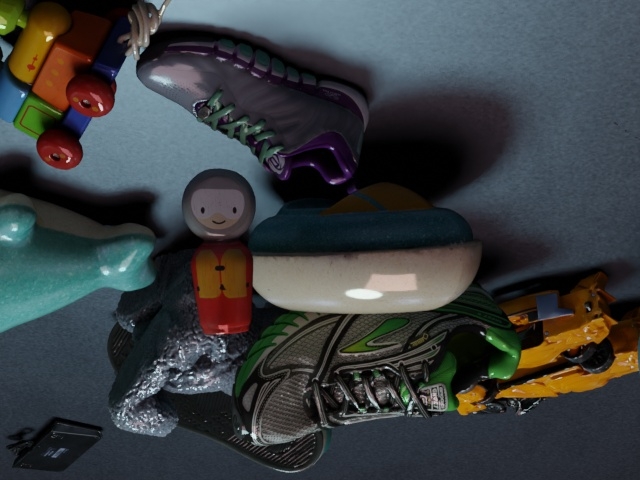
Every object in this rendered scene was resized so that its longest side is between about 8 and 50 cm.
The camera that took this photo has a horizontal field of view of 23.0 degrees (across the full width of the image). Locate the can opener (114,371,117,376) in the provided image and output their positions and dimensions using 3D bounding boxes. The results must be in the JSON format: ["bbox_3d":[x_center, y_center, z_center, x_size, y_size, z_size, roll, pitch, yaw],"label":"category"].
[{"bbox_3d":[-0.172,0.190,2.018,0.186,0.059,0.073,6,151,-6],"label":"can opener"}]

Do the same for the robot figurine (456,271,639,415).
[{"bbox_3d":[0.239,0.131,1.846,0.291,0.085,0.211,-20,144,34],"label":"robot figurine"}]

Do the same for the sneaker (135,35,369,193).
[{"bbox_3d":[-0.058,-0.111,1.408,0.223,0.098,0.083,13,149,-19],"label":"sneaker"}]

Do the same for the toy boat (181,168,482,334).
[{"bbox_3d":[0.000,0.000,1.506,0.267,0.148,0.318,-1,-177,44],"label":"toy boat"}]

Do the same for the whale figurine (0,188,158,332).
[{"bbox_3d":[-0.309,0.034,1.654,0.272,0.141,0.216,4,151,-4],"label":"whale figurine"}]

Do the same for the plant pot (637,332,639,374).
[{"bbox_3d":[0.463,0.110,1.624,0.271,0.272,0.255,10,165,-13],"label":"plant pot"}]

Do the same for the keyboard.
[{"bbox_3d":[-0.395,0.297,2.276,0.108,0.023,0.180,10,151,-26],"label":"keyboard"}]

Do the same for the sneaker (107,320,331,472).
[{"bbox_3d":[-0.105,0.173,1.928,0.295,0.124,0.178,30,-170,12],"label":"sneaker"}]

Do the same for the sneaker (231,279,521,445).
[{"bbox_3d":[0.061,0.130,1.654,0.343,0.146,0.134,-22,127,-24],"label":"sneaker"}]

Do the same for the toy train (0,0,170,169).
[{"bbox_3d":[-0.222,-0.177,1.322,0.143,0.105,0.248,28,142,-11],"label":"toy train"}]

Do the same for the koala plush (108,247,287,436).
[{"bbox_3d":[-0.094,0.120,1.756,0.221,0.196,0.203,22,136,-25],"label":"koala plush"}]
